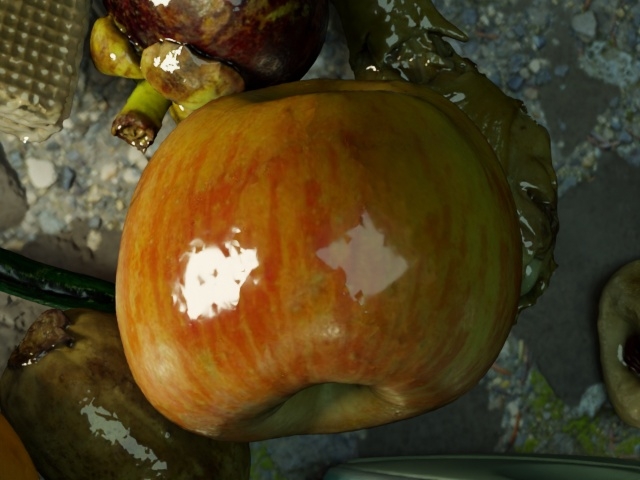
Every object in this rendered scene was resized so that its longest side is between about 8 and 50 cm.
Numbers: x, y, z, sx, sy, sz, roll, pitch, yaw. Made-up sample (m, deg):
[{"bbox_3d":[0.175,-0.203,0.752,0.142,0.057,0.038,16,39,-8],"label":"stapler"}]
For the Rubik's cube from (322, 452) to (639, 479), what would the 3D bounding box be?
[{"bbox_3d":[0.194,0.360,1.314,0.347,0.351,0.352,3,93,-25],"label":"Rubik's cube"}]

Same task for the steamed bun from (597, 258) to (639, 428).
[{"bbox_3d":[0.348,0.099,1.494,0.141,0.155,0.172,-15,96,-24],"label":"steamed bun"}]

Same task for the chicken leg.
[{"bbox_3d":[0.077,-0.114,1.387,0.201,0.153,0.429,-24,91,-14],"label":"chicken leg"}]

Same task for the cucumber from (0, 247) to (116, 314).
[{"bbox_3d":[-0.226,0.032,1.307,0.184,0.033,0.036,18,100,-21],"label":"cucumber"}]

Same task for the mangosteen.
[{"bbox_3d":[-0.100,-0.169,1.282,0.192,0.192,0.217,40,83,-18],"label":"mangosteen"}]

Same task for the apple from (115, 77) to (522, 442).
[{"bbox_3d":[0.000,0.000,1.207,0.302,0.301,0.301,0,89,-24],"label":"apple"}]

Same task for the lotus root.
[{"bbox_3d":[-0.137,0.160,1.293,0.260,0.128,0.145,46,63,-18],"label":"lotus root"}]

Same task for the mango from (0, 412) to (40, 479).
[{"bbox_3d":[-0.321,0.287,1.137,0.232,0.300,0.445,34,54,-56],"label":"mango"}]

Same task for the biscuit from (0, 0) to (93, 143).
[{"bbox_3d":[-0.367,-0.196,1.190,0.426,0.078,0.144,17,72,-29],"label":"biscuit"}]
